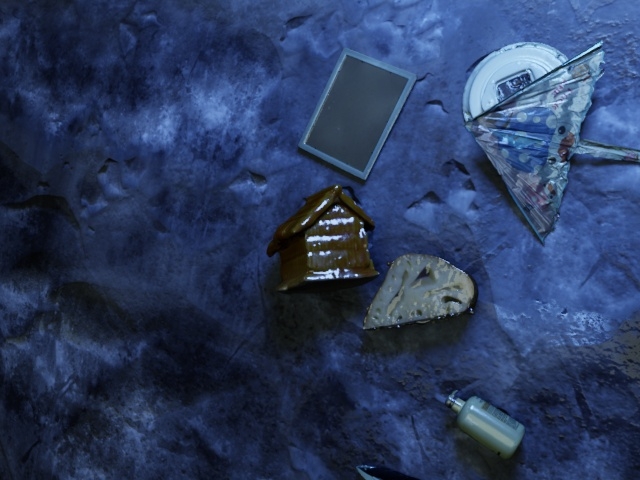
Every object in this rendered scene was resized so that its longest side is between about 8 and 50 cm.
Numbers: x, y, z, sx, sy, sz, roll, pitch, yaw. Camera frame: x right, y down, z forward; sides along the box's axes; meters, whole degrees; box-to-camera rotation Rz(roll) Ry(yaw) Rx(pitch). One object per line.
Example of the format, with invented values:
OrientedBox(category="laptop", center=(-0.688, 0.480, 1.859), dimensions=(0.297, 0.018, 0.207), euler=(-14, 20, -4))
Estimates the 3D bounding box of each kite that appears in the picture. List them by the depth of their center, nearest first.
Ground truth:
OrientedBox(category="kite", center=(0.469, -0.194, 1.056), dimensions=(0.368, 0.014, 0.406), euler=(14, 103, 13))

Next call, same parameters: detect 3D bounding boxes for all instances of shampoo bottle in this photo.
OrientedBox(category="shampoo bottle", center=(0.332, 0.373, 1.090), dimensions=(0.162, 0.079, 0.079), euler=(30, 100, 23))

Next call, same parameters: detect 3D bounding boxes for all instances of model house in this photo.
OrientedBox(category="model house", center=(0.000, 0.002, 1.229), dimensions=(0.199, 0.219, 0.229), euler=(155, 114, -65))

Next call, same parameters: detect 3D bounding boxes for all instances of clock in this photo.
OrientedBox(category="clock", center=(0.413, -0.305, 1.103), dimensions=(0.236, 0.053, 0.237), euler=(-1, 88, 24))

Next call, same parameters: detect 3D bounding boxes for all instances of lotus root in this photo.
OrientedBox(category="lotus root", center=(0.214, 0.112, 1.165), dimensions=(0.260, 0.074, 0.170), euler=(-7, 84, 27))

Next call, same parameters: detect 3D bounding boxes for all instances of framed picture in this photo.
OrientedBox(category="framed picture", center=(0.085, -0.308, 1.279), dimensions=(0.217, 0.017, 0.274), euler=(32, 101, 23))

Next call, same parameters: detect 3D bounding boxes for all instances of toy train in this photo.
OrientedBox(category="toy train", center=(0.194, 0.555, 1.163), dimensions=(0.251, 0.055, 0.048), euler=(10, 101, 26))
